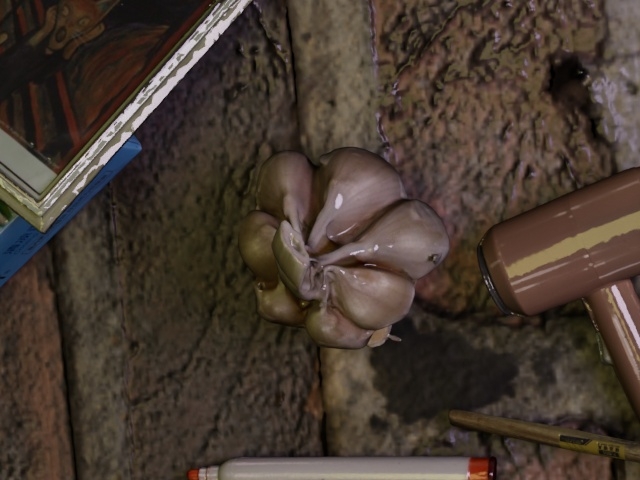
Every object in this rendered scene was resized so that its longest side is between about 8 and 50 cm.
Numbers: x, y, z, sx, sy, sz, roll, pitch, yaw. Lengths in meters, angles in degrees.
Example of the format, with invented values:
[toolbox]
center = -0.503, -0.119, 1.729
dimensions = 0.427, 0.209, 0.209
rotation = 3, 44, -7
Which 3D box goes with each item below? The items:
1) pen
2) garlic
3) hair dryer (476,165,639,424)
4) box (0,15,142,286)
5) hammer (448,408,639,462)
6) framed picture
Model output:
[pen]
center = 0.010, 0.158, 0.846
dimensions = 0.218, 0.026, 0.026
rotation = -3, 93, 17
[garlic]
center = 0.000, 0.000, 0.760
dimensions = 0.131, 0.194, 0.127
rotation = 30, 92, 19
[hair dryer]
center = 0.182, 0.057, 0.773
dimensions = 0.117, 0.064, 0.182
rotation = -24, 92, 18
[box]
center = -0.259, -0.046, 0.886
dimensions = 0.232, 0.083, 0.143
rotation = -42, 78, 16
[hammer]
center = 0.165, 0.127, 0.784
dimensions = 0.182, 0.017, 0.062
rotation = 6, 135, 30
[framed picture]
center = -0.171, -0.171, 0.826
dimensions = 0.216, 0.016, 0.273
rotation = 37, 79, 9
